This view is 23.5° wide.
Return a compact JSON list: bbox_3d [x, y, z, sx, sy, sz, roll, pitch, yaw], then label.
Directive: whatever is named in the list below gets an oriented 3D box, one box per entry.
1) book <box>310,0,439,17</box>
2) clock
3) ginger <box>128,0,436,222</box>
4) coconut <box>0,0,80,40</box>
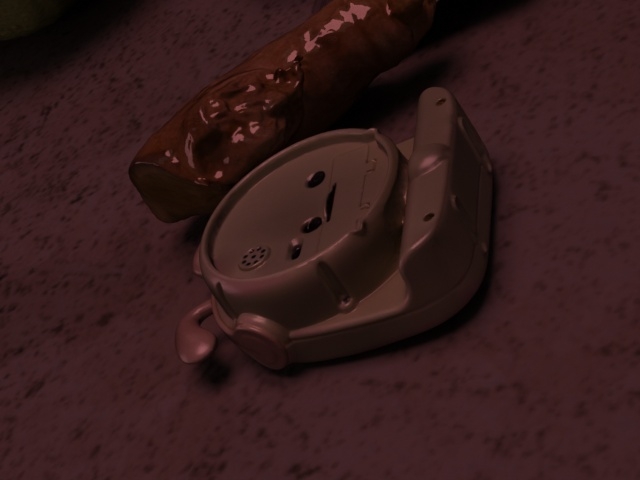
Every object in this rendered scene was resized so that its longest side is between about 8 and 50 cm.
[{"bbox_3d":[0.058,-0.182,1.046,0.182,0.014,0.127,-34,28,28],"label":"book"},{"bbox_3d":[0.000,0.000,0.851,0.191,0.062,0.151,-20,35,23],"label":"clock"},{"bbox_3d":[-0.024,-0.091,0.967,0.213,0.074,0.137,-44,12,-19],"label":"ginger"},{"bbox_3d":[-0.300,-0.343,1.336,0.281,0.328,0.328,1,27,-18],"label":"coconut"}]
